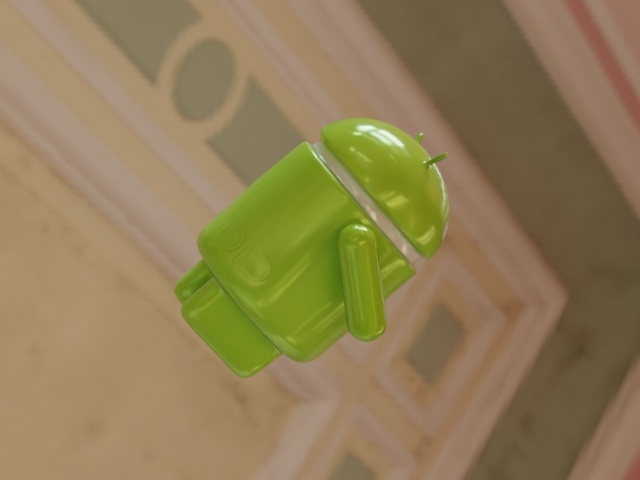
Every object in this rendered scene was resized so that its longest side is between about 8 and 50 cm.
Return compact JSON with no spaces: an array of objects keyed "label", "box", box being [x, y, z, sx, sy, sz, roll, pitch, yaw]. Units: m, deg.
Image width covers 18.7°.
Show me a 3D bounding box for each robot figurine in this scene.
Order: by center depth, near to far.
[{"label":"robot figurine","box":[0.000,0.000,0.740,0.115,0.101,0.067,-41,-72,3]}]
